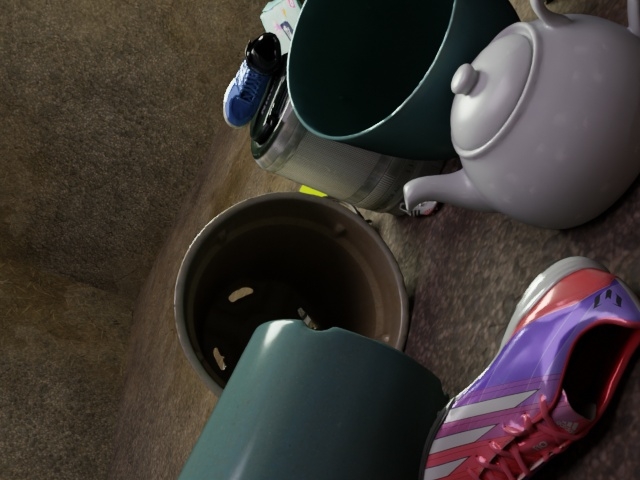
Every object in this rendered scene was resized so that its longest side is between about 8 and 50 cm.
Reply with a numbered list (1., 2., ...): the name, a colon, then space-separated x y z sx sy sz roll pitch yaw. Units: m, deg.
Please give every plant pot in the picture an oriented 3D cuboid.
1. plant pot: 0.137 -0.238 1.106 0.293 0.235 0.292 -19 63 43
2. plant pot: -0.069 0.131 1.298 0.305 0.334 0.333 128 157 -69
3. plant pot: -0.019 0.292 0.949 0.341 0.341 0.334 -34 32 60

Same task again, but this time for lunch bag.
1. lunch bag: 0.022 -0.414 1.651 0.160 0.262 0.223 -70 19 -4

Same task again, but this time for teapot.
1. teapot: 0.230 -0.147 0.898 0.252 0.187 0.256 -20 51 66

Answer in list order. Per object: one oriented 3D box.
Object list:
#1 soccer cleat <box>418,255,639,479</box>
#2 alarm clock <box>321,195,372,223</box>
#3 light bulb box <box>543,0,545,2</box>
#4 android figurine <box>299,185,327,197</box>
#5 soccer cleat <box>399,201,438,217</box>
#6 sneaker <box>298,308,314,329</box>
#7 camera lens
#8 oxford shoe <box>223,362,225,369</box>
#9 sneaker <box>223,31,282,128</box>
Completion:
1. soccer cleat: 0.196 0.169 0.789 0.318 0.109 0.116 -61 24 14
2. alarm clock: 0.000 0.000 1.445 0.192 0.064 0.129 -27 64 6
3. light bulb box: 0.247 -0.506 0.967 0.361 0.358 0.225 158 128 -68
4. android figurine: 0.011 -0.113 1.688 0.272 0.056 0.248 -58 21 34
5. soccer cleat: 0.150 -0.053 1.257 0.083 0.036 0.029 -19 52 67
6. sneaker: -0.043 0.058 1.544 0.283 0.122 0.110 -68 18 2
7. camera lens: 0.041 -0.178 1.320 0.219 0.274 0.219 -54 24 37
8. oxford shoe: -0.112 0.316 1.446 0.123 0.130 0.348 -64 19 14
9. sneaker: -0.104 -0.248 1.271 0.152 0.058 0.084 -66 9 -11
